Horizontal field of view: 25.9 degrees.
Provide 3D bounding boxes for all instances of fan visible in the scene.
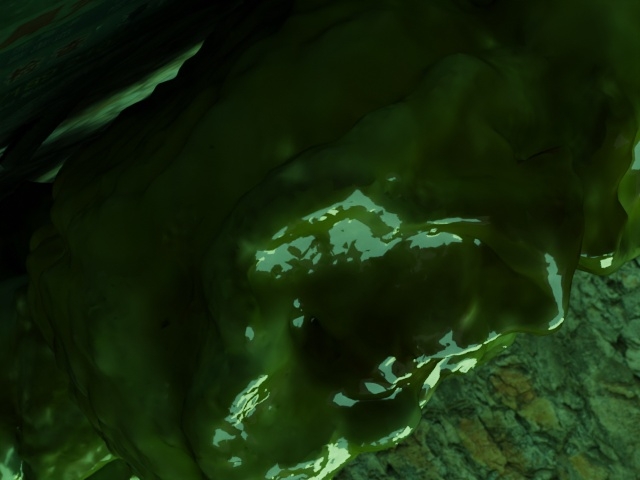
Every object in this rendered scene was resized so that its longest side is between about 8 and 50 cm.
[{"bbox_3d":[-0.043,-0.080,0.442,0.223,0.012,0.294,-32,-177,3],"label":"fan"}]

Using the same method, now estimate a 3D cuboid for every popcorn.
[{"bbox_3d":[0.000,0.000,0.530,0.286,0.173,0.225,-27,-161,40],"label":"popcorn"},{"bbox_3d":[-0.133,0.047,0.724,0.198,0.213,0.198,-54,-166,21],"label":"popcorn"}]
